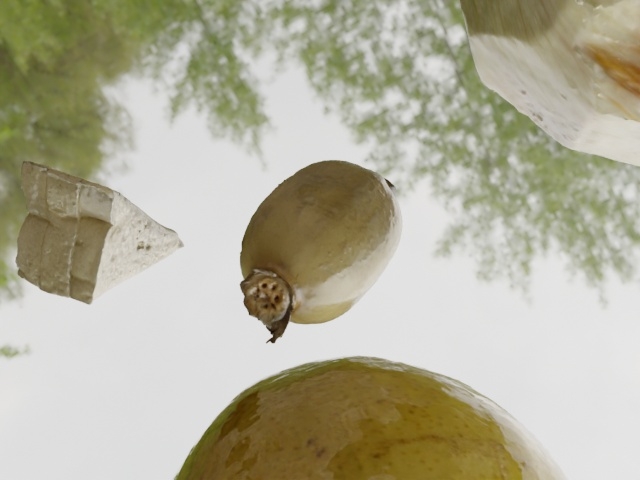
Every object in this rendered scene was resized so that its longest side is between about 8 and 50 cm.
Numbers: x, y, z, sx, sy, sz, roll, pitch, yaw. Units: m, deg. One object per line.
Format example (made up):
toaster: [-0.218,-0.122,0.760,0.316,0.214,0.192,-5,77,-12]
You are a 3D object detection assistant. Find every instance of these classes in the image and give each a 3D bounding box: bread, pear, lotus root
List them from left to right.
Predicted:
bread: [-0.167,-0.025,0.971,0.077,0.105,0.152,19,-155,15]
lotus root: [0.000,0.000,0.640,0.062,0.073,0.150,-42,-177,38]
pear: [0.030,0.224,0.742,0.314,0.314,0.314,-24,-154,12]

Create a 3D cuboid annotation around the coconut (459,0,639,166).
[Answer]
coconut: [0.242,-0.219,0.710,0.415,0.415,0.344,-30,-156,0]
